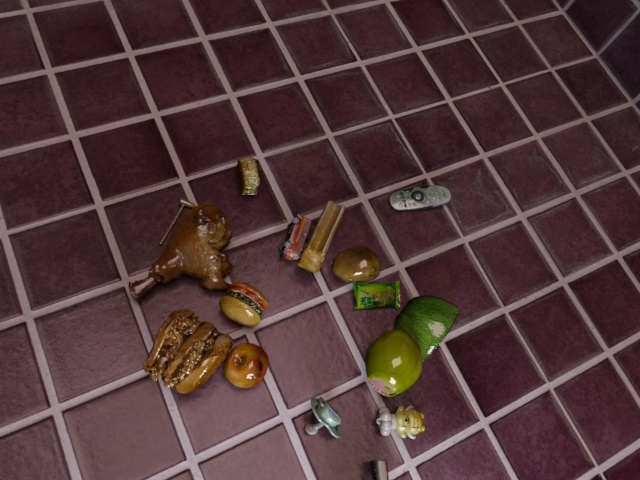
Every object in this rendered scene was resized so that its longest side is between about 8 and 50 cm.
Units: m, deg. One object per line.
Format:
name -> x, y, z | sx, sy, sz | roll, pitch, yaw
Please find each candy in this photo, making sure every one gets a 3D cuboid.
candy -> 0.202, 0.197, 1.914 | 0.178, 0.032, 0.102 | 0, 95, -14

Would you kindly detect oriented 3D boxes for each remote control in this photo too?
remote control -> 0.397, -0.168, 2.129 | 0.256, 0.045, 0.097 | -6, 67, -11

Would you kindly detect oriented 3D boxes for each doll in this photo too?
doll -> 0.261, 0.595, 1.754 | 0.162, 0.062, 0.106 | 4, 61, -9

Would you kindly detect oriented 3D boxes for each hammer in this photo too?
hammer -> -0.512, -0.060, 1.901 | 0.060, 0.028, 0.195 | 27, 67, -7

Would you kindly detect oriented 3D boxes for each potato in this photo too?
potato -> 0.130, 0.086, 1.915 | 0.175, 0.137, 0.137 | -5, 68, -12

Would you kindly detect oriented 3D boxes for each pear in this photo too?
pear -> 0.250, 0.397, 1.779 | 0.187, 0.187, 0.220 | 35, 55, 5

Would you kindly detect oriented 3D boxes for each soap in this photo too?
soap -> 0.000, 0.000, 1.904 | 0.080, 0.160, 0.258 | 24, 63, 1

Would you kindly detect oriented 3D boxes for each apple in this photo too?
apple -> -0.234, 0.395, 1.699 | 0.146, 0.146, 0.147 | 5, 66, -10

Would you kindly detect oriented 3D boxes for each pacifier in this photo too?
pacifier -> 0.001, 0.570, 1.702 | 0.116, 0.127, 0.150 | -39, 109, 13

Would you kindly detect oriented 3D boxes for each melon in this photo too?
melon -> 0.370, 0.278, 1.884 | 0.169, 0.129, 0.265 | 36, 65, 8

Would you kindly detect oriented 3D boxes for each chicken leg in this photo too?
chicken leg -> -0.435, 0.084, 1.787 | 0.409, 0.182, 0.295 | -41, 97, -20

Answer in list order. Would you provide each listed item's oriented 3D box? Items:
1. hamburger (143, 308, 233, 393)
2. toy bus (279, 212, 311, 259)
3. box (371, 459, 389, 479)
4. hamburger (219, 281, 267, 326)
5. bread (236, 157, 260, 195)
hamburger -> -0.404, 0.338, 1.617 | 0.211, 0.260, 0.245 | 35, 57, 0
toy bus -> -0.090, -0.007, 1.938 | 0.077, 0.079, 0.174 | 23, 64, -12
box -> 0.186, 0.767, 1.633 | 0.035, 0.115, 0.178 | -1, 66, -6
hamburger -> -0.253, 0.212, 1.764 | 0.162, 0.162, 0.115 | 30, 59, 2
bread -> -0.267, -0.239, 1.970 | 0.069, 0.128, 0.140 | -3, 68, -18
